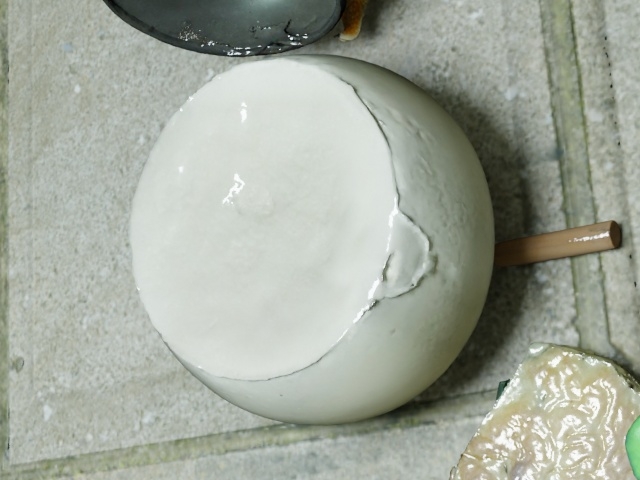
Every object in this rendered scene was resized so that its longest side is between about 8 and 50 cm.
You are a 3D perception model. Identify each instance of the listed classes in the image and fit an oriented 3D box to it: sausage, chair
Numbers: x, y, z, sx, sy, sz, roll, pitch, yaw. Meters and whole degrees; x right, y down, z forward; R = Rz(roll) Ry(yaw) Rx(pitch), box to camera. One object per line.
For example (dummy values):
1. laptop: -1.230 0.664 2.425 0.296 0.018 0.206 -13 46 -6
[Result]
1. sausage: 0.197 0.004 1.185 0.116 0.026 0.026 -11 73 30
2. chair: -0.071 -0.395 1.292 0.227 0.226 0.400 -8 63 31

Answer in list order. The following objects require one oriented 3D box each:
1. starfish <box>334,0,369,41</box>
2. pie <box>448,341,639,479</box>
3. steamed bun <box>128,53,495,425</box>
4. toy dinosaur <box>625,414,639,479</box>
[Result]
1. starfish: 0.020 -0.306 1.362 0.138 0.050 0.247 -44 48 13
2. pie: 0.194 0.199 1.123 0.185 0.052 0.218 34 96 35
3. steamed bun: 0.000 0.000 1.200 0.324 0.206 0.324 -9 74 33
4. toy dinosaur: 0.331 0.350 0.922 0.375 0.144 0.499 20 102 32
